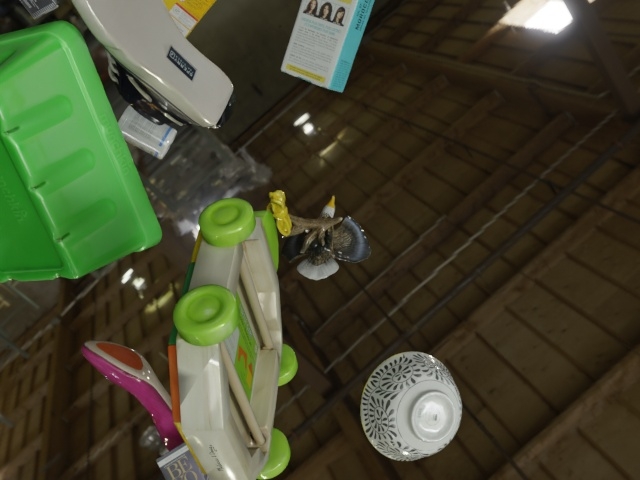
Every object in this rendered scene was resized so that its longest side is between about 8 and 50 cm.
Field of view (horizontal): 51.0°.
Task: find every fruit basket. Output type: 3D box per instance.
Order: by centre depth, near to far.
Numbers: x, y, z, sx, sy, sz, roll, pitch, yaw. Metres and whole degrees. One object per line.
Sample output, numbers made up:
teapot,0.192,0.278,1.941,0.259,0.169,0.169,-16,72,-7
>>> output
fruit basket,-0.414,-0.151,1.067,0.283,0.392,0.392,-4,-139,22

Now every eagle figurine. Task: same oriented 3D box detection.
eagle figurine,0.007,-0.009,1.787,0.225,0.226,0.298,-41,165,-4

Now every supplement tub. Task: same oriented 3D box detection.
supplement tub,-0.353,-0.218,1.358,0.071,0.107,0.071,-56,-167,20

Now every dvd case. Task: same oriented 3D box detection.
dvd case,-0.263,0.568,1.579,0.165,0.221,0.018,-29,161,-16

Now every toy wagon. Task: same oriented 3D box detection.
toy wagon,-0.081,0.081,0.731,0.068,0.267,0.344,-4,-136,8

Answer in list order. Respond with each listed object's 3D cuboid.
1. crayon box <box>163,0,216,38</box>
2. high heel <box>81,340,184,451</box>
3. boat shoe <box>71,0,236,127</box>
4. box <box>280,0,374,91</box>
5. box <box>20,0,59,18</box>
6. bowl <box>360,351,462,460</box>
crayon box,-0.318,-0.513,1.228,0.165,0.278,0.081,-40,-153,28
high heel,-0.458,0.397,1.668,0.181,0.377,0.127,-51,-162,8
boat shoe,-0.287,-0.285,1.016,0.158,0.340,0.127,3,-120,34
box,0.024,-0.377,1.099,0.060,0.101,0.244,-13,126,-63
box,-0.614,-0.599,1.310,0.060,0.270,0.216,-27,-138,5
bowl,0.153,0.257,1.013,0.170,0.170,0.080,-49,-166,-15
